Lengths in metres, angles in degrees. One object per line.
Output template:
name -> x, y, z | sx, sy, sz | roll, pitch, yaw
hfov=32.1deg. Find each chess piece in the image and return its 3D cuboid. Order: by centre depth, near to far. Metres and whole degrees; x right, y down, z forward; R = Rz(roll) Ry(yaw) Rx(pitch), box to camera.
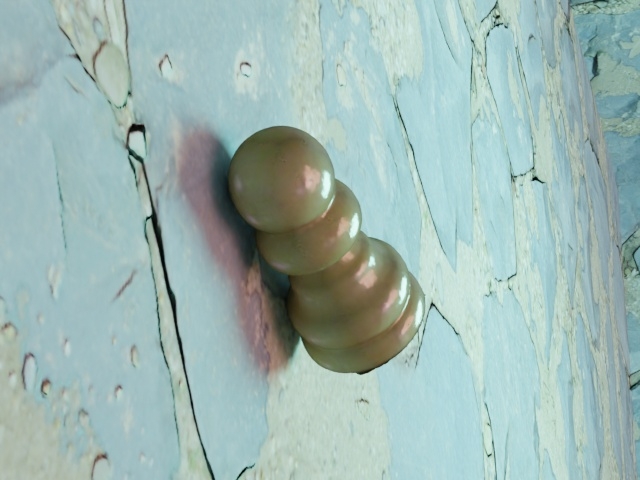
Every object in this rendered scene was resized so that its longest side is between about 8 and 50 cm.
chess piece -> 0.000, 0.000, 0.722 | 0.094, 0.094, 0.170 | -77, 149, -43
